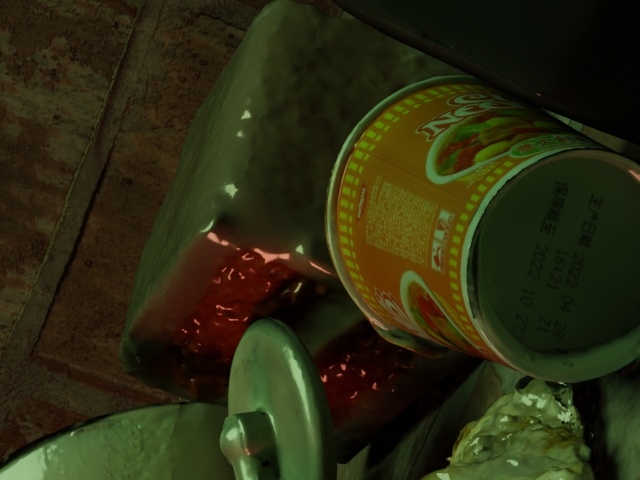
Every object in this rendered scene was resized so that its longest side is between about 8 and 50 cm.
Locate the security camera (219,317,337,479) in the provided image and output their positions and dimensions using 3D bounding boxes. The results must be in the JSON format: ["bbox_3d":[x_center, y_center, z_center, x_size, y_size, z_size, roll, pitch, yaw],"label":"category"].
[{"bbox_3d":[-0.030,0.196,0.908,0.157,0.080,0.302,125,136,-58],"label":"security camera"}]

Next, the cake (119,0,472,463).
[{"bbox_3d":[0.000,0.000,1.076,0.309,0.237,0.230,127,160,-54],"label":"cake"}]

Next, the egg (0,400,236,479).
[{"bbox_3d":[-0.129,0.296,1.091,0.337,0.337,0.201,-62,35,41],"label":"egg"}]

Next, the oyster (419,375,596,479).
[{"bbox_3d":[0.091,0.127,0.720,0.191,0.081,0.163,-46,20,61],"label":"oyster"}]

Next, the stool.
[{"bbox_3d":[0.120,-0.146,0.729,0.232,0.232,0.141,-107,41,-76],"label":"stool"}]

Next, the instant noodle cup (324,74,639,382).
[{"bbox_3d":[0.100,-0.001,0.748,0.185,0.168,0.168,-145,76,-74],"label":"instant noodle cup"}]
